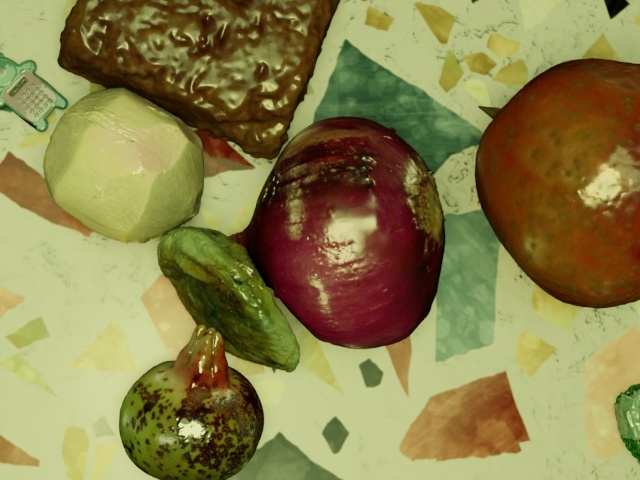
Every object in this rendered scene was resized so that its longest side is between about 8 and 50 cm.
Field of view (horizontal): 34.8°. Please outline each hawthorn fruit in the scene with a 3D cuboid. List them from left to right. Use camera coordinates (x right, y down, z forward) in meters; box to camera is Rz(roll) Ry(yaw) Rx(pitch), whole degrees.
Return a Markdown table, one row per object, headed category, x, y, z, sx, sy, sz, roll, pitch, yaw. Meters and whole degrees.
| category | x | y | z | sx | sy | sz | roll | pitch | yaw |
| --- | --- | --- | --- | --- | --- | --- | --- | --- | --- |
| hawthorn fruit | 0.408 | -0.105 | 1.568 | 0.402 | 0.403 | 0.403 | 1 | 83 | -8 |

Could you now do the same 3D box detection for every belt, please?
| category | x | y | z | sx | sy | sz | roll | pitch | yaw |
| --- | --- | --- | --- | --- | --- | --- | --- | --- | --- |
| belt | 0.556 | 0.302 | 1.675 | 0.121 | 0.079 | 0.151 | -34 | 88 | -11 |

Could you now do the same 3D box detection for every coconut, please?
| category | x | y | z | sx | sy | sz | roll | pitch | yaw |
| --- | --- | --- | --- | --- | --- | --- | --- | --- | --- |
| coconut | -0.283 | -0.104 | 1.532 | 0.230 | 0.227 | 0.227 | 31 | 80 | 4 |

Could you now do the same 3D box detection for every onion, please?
| category | x | y | z | sx | sy | sz | roll | pitch | yaw |
| --- | --- | --- | --- | --- | --- | --- | --- | --- | --- |
| onion | 0.000 | 0.000 | 1.542 | 0.385 | 0.347 | 0.348 | -13 | 84 | 24 |

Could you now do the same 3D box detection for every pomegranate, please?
| category | x | y | z | sx | sy | sz | roll | pitch | yaw |
| --- | --- | --- | --- | --- | --- | --- | --- | --- | --- |
| pomegranate | -0.180 | 0.235 | 1.503 | 0.214 | 0.214 | 0.248 | 11 | 109 | -7 |

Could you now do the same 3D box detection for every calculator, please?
| category | x | y | z | sx | sy | sz | roll | pitch | yaw |
| --- | --- | --- | --- | --- | --- | --- | --- | --- | --- |
| calculator | -0.474 | -0.239 | 1.622 | 0.141 | 0.019 | 0.094 | 40 | 82 | -2 |

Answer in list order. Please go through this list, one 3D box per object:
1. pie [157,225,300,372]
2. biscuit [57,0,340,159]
| category | x | y | z | sx | sy | sz | roll | pitch | yaw |
| --- | --- | --- | --- | --- | --- | --- | --- | --- | --- |
| pie | -0.137 | 0.094 | 1.508 | 0.078 | 0.277 | 0.277 | -38 | 90 | -23 |
| biscuit | -0.184 | -0.355 | 1.607 | 0.394 | 0.166 | 0.343 | 22 | 78 | -4 |
